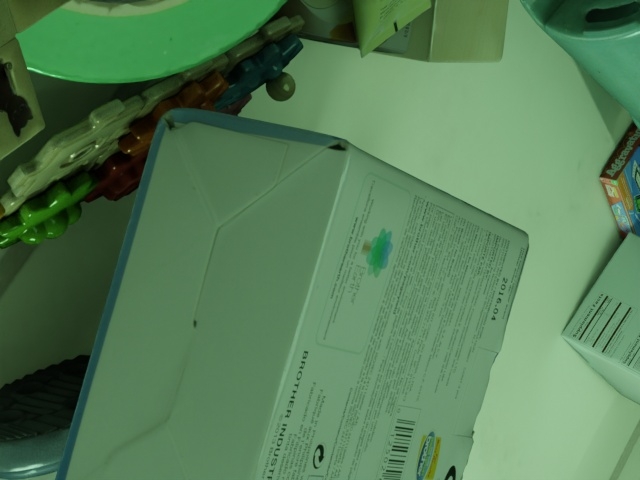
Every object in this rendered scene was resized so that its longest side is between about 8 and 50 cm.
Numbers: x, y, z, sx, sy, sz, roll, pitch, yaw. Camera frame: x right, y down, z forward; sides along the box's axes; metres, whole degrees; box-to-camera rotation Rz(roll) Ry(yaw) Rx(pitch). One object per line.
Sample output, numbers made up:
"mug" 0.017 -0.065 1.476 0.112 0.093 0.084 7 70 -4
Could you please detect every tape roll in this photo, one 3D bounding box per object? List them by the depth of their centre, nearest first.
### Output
"tape roll" -0.136 -0.259 0.927 0.321 0.077 0.321 -6 104 -27

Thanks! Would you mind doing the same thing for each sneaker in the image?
"sneaker" -0.127 0.148 1.148 0.319 0.112 0.131 -15 112 -46

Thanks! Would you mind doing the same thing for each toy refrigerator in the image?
"toy refrigerator" 0.104 -0.290 1.291 0.102 0.094 0.269 -8 107 -46

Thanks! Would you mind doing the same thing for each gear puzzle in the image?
"gear puzzle" -0.144 -0.047 1.023 0.339 0.175 0.044 -33 87 -40

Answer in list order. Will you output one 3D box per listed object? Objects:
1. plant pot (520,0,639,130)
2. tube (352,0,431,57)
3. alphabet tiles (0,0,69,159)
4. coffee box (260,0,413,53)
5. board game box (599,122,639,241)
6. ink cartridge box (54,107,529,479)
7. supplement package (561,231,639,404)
"plant pot" 0.379 -0.243 1.483 0.334 0.341 0.341 24 84 -43
"tube" 0.038 -0.256 1.094 0.070 0.062 0.240 -14 124 -4
"alphabet tiles" -0.236 -0.174 0.743 0.285 0.011 0.342 -48 132 -49
"coffee box" -0.030 -0.225 1.141 0.246 0.098 0.141 0 102 -51
"board game box" 0.408 -0.034 1.810 0.145 0.027 0.281 -55 139 -24
"ink cartridge box" 0.012 0.085 1.101 0.395 0.151 0.270 20 86 -59
"supplement package" 0.424 0.125 1.723 0.149 0.203 0.194 -56 138 -5
